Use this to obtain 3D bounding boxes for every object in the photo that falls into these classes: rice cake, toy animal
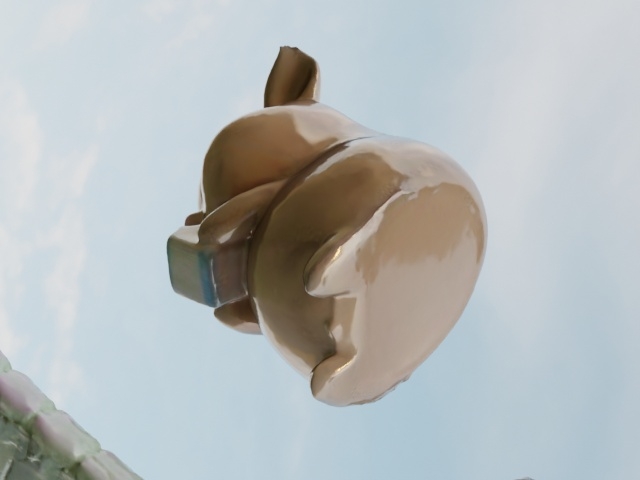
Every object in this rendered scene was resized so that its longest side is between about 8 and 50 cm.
[{"bbox_3d":[-0.167,0.156,0.727,0.189,0.037,0.198,38,-42,13],"label":"rice cake"},{"bbox_3d":[-0.004,-0.001,0.907,0.256,0.213,0.195,27,-49,44],"label":"toy animal"}]

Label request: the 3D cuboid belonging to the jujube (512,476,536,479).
[{"bbox_3d":[0.159,0.292,1.137,0.104,0.104,0.165,31,-71,53],"label":"jujube"}]
